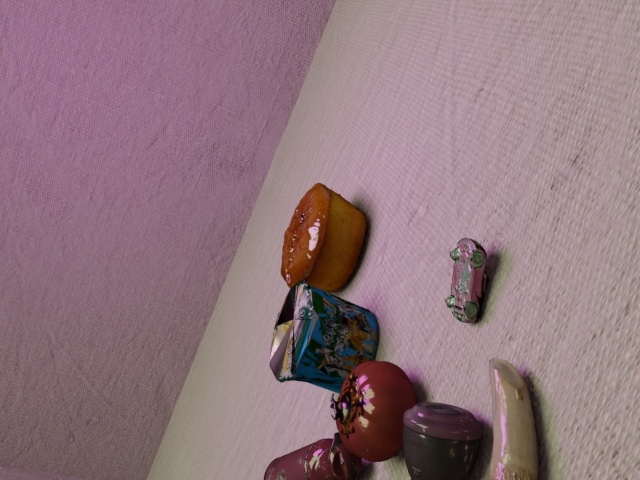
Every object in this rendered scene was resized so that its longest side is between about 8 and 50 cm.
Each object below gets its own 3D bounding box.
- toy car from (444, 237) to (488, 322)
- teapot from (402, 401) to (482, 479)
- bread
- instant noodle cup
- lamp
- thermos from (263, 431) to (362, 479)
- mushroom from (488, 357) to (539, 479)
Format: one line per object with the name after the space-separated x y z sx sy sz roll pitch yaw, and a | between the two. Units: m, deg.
0.249 0.067 0.985 0.069 0.055 0.142 -158 72 -72 | toy car
0.169 0.322 0.892 0.148 0.116 0.146 -176 93 -67 | teapot
0.000 0.003 1.579 0.312 0.172 0.312 -162 90 -76 | bread
0.011 0.221 1.319 0.240 0.178 0.240 -162 90 -71 | instant noodle cup
0.093 0.306 1.075 0.182 0.140 0.182 -47 33 44 | lamp
-0.013 0.498 1.240 0.330 0.109 0.136 -46 31 52 | thermos
0.251 0.260 0.788 0.084 0.071 0.209 78 -163 -55 | mushroom
